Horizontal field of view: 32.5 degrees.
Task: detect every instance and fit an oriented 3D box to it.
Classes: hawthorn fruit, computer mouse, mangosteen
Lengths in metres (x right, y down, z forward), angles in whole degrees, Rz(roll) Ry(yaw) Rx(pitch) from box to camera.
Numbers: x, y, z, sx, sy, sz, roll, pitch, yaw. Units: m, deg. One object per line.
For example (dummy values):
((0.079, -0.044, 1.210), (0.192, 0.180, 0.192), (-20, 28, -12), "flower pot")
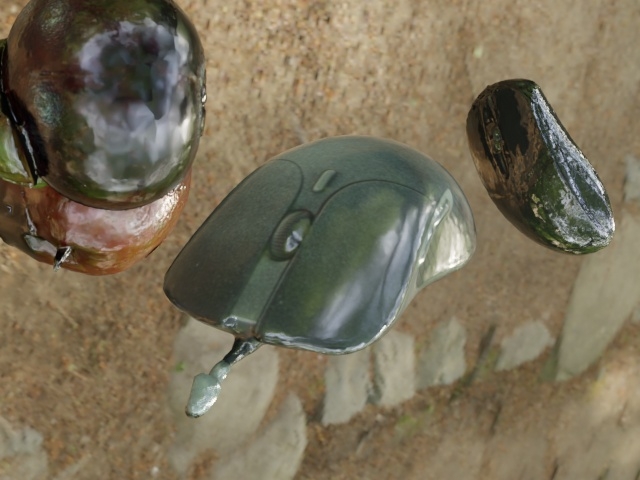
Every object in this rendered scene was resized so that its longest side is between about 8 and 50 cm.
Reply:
((-0.346, -0.094, 1.632), (0.316, 0.316, 0.316), (-23, 122, -42), "hawthorn fruit")
((0.000, 0.000, 0.726), (0.379, 0.167, 0.090), (-49, 144, -59), "computer mouse")
((0.282, -0.084, 1.457), (0.086, 0.137, 0.270), (-36, 92, -39), "computer mouse")
((-0.283, -0.188, 1.363), (0.300, 0.300, 0.300), (-23, 122, -42), "mangosteen")
